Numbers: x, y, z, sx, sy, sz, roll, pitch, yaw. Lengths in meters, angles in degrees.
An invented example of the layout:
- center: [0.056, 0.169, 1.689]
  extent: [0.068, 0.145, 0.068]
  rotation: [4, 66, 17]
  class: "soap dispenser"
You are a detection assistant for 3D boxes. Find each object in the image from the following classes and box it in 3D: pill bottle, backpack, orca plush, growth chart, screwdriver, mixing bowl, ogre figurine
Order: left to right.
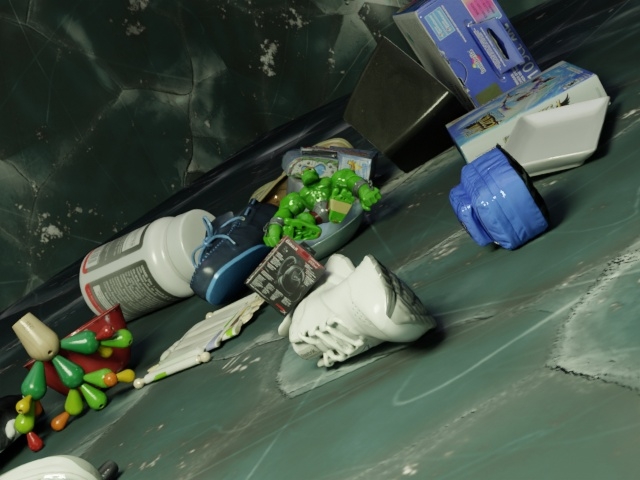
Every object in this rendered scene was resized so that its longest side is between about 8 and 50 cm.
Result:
- center: [-0.523, 0.288, 1.640]
  extent: [0.151, 0.102, 0.287]
  rotation: [-39, 3, 30]
  class: "orca plush"
- center: [-0.279, 0.310, 1.224]
  extent: [0.024, 0.025, 0.170]
  rotation: [-21, 23, 37]
  class: "screwdriver"
- center: [-0.374, 0.190, 1.750]
  extent: [0.181, 0.098, 0.181]
  rotation: [-33, 5, 3]
  class: "mixing bowl"
- center: [-0.318, 0.049, 2.103]
  extent: [0.283, 0.161, 0.161]
  rotation: [-22, 14, 34]
  class: "pill bottle"
- center: [-0.166, 0.141, 1.666]
  extent: [0.172, 0.021, 0.237]
  rotation: [-22, 14, 35]
  class: "growth chart"
- center: [-0.003, -0.060, 1.783]
  extent: [0.197, 0.097, 0.118]
  rotation: [-42, 25, 17]
  class: "ogre figurine"
- center: [0.217, -0.040, 1.308]
  extent: [0.101, 0.098, 0.120]
  rotation: [-38, 23, 5]
  class: "backpack"

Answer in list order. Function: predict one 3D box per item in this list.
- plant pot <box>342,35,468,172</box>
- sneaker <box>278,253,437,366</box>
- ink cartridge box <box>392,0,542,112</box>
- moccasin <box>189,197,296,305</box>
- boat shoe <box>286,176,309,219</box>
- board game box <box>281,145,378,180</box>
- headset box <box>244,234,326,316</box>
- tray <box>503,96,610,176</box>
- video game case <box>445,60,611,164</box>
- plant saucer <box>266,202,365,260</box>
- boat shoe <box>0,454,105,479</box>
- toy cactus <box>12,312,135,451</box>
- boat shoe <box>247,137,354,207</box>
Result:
- center: [0.156, -0.239, 2.044]
  extent: [0.167, 0.188, 0.187]
  rotation: [-50, -24, 6]
  class: "plant pot"
- center: [0.035, 0.092, 1.217]
  extent: [0.129, 0.111, 0.297]
  rotation: [-44, 7, -11]
  class: "sneaker"
- center: [0.294, -0.371, 2.127]
  extent: [0.151, 0.270, 0.395]
  rotation: [-34, 11, 4]
  class: "ink cartridge box"
- center: [-0.155, 0.016, 1.881]
  extent: [0.138, 0.116, 0.342]
  rotation: [-58, -7, 21]
  class: "moccasin"
- center: [-0.008, -0.074, 2.047]
  extent: [0.084, 0.095, 0.258]
  rotation: [0, 21, -10]
  class: "boat shoe"
- center: [0.030, -0.146, 2.094]
  extent: [0.194, 0.060, 0.194]
  rotation: [6, 9, -9]
  class: "board game box"
- center: [-0.039, 0.038, 1.272]
  extent: [0.083, 0.062, 0.032]
  rotation: [-50, 7, -6]
  class: "headset box"
- center: [0.342, -0.147, 1.575]
  extent: [0.145, 0.030, 0.270]
  rotation: [-12, 18, 24]
  class: "tray"
- center: [0.342, -0.214, 1.849]
  extent: [0.244, 0.061, 0.269]
  rotation: [-29, 11, 8]
  class: "video game case"
- center: [0.000, 0.000, 1.828]
  extent: [0.195, 0.037, 0.195]
  rotation: [-29, 10, 6]
  class: "plant saucer"
- center: [-0.371, 0.327, 1.126]
  extent: [0.320, 0.118, 0.103]
  rotation: [-21, 24, 8]
  class: "boat shoe"
- center: [-0.389, 0.188, 1.612]
  extent: [0.219, 0.180, 0.112]
  rotation: [-42, 5, -5]
  class: "toy cactus"
- center: [-0.043, -0.113, 2.314]
  extent: [0.285, 0.104, 0.089]
  rotation: [-36, 12, 25]
  class: "boat shoe"
